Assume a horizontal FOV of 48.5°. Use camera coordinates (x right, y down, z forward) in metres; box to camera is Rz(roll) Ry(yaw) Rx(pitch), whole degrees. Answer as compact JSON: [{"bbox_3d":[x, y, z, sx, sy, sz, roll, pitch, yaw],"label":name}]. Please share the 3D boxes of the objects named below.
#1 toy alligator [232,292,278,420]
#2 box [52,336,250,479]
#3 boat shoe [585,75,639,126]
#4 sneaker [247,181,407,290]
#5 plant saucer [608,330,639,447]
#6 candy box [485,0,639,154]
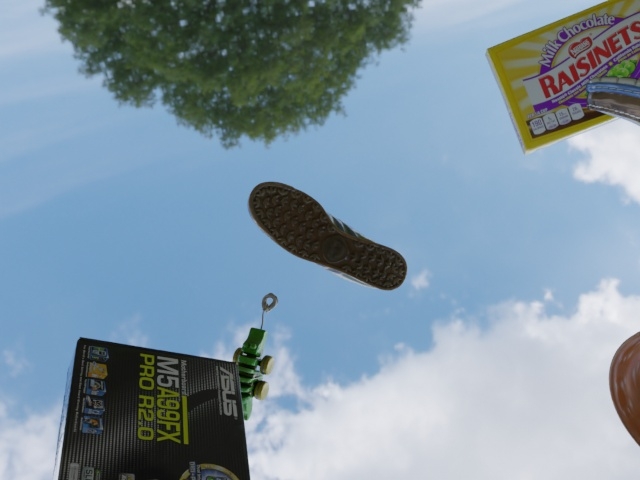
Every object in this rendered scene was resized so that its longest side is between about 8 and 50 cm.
[{"bbox_3d":[-0.100,0.168,1.023,0.056,0.189,0.051,12,179,20],"label":"toy alligator"},{"bbox_3d":[-0.197,0.244,0.845,0.216,0.060,0.270,13,-147,-21],"label":"box"},{"bbox_3d":[0.276,-0.071,0.515,0.183,0.066,0.066,25,-160,29],"label":"boat shoe"},{"bbox_3d":[0.000,0.000,0.797,0.192,0.086,0.064,29,-97,-10],"label":"sneaker"},{"bbox_3d":[0.398,0.171,0.732,0.037,0.200,0.200,-28,-138,-33],"label":"plant saucer"},{"bbox_3d":[0.266,-0.164,0.644,0.206,0.027,0.105,-21,-98,9],"label":"candy box"}]
